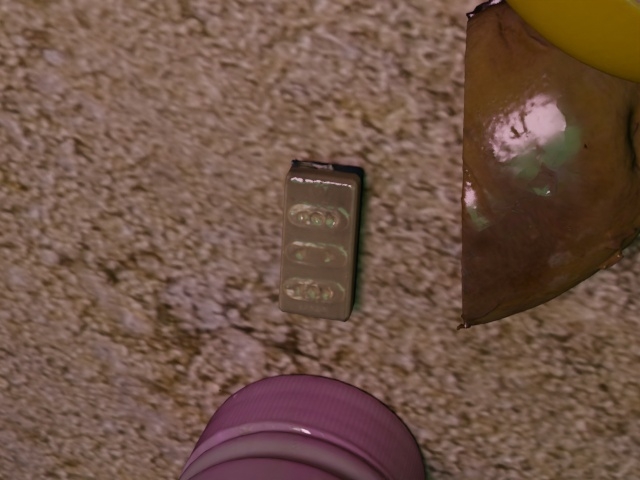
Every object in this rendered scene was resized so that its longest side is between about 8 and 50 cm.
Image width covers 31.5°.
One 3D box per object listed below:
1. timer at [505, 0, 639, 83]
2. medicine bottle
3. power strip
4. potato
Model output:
[{"bbox_3d":[0.177,-0.195,0.584,0.285,0.285,0.285,6,118,12],"label":"timer"},{"bbox_3d":[-0.038,0.264,0.828,0.202,0.316,0.202,6,120,11],"label":"medicine bottle"},{"bbox_3d":[0.000,0.000,0.842,0.056,0.032,0.123,8,118,9],"label":"power strip"},{"bbox_3d":[0.159,-0.034,0.747,0.138,0.098,0.243,2,118,12],"label":"potato"}]
